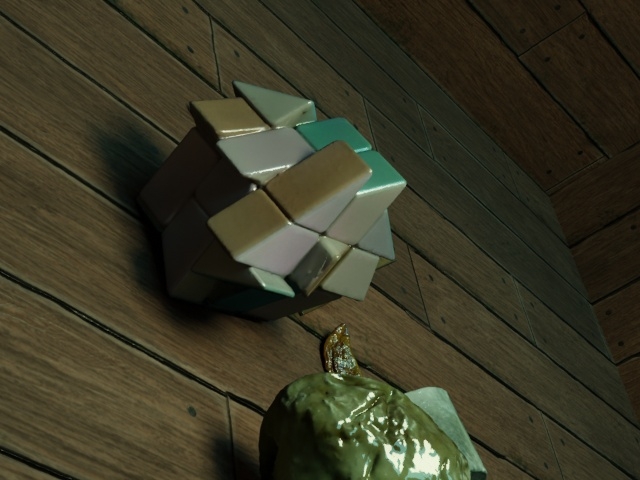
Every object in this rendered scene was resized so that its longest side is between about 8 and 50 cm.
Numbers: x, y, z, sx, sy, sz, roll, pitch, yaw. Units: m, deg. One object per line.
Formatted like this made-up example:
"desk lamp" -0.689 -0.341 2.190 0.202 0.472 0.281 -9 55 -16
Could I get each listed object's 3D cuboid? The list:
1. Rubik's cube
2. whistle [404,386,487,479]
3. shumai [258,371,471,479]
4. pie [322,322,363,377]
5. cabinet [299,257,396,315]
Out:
"Rubik's cube" -0.069 -0.046 1.876 0.358 0.368 0.387 50 17 31
"whistle" 0.170 0.406 2.041 0.404 0.188 0.168 85 -18 -60
"shumai" 0.055 0.375 1.604 0.330 0.292 0.288 15 18 -6
"pie" 0.041 0.240 2.123 0.088 0.033 0.191 5 55 -44
"cabinet" 0.000 0.000 2.167 0.215 0.175 0.148 59 22 4
